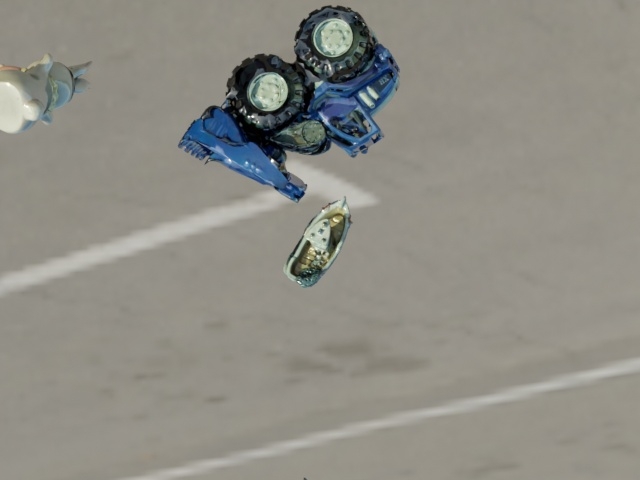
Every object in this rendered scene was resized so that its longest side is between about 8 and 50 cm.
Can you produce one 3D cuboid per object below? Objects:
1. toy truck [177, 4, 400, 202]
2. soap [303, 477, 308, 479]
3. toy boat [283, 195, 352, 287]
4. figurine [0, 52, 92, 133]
[{"bbox_3d":[-0.021,-0.115,1.714,0.208,0.126,0.113,-36,171,5],"label":"toy truck"},{"bbox_3d":[0.008,0.263,1.401,0.077,0.156,0.293,1,169,13],"label":"soap"},{"bbox_3d":[0.000,0.000,1.494,0.038,0.083,0.038,28,165,8],"label":"toy boat"},{"bbox_3d":[-0.331,-0.184,2.111,0.098,0.146,0.081,31,122,7],"label":"figurine"}]
